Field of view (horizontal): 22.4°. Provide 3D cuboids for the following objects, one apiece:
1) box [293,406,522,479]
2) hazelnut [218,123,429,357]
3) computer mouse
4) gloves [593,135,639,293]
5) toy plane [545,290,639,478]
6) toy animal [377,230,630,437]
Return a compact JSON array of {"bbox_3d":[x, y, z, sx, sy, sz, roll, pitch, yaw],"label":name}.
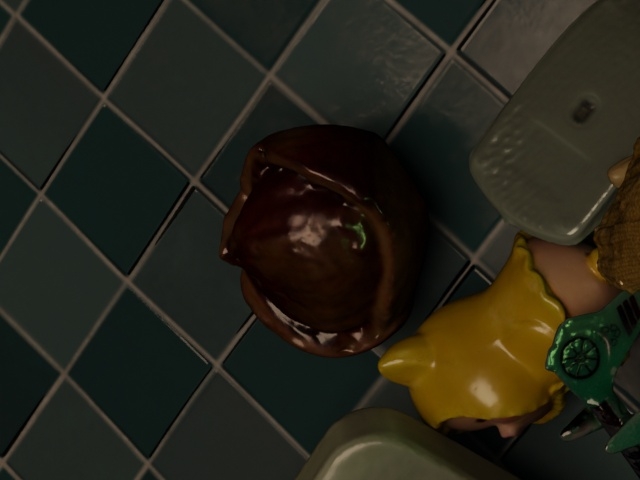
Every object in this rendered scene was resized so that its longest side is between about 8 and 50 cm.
[{"bbox_3d":[0.092,0.363,1.325,0.373,0.090,0.367,31,104,-9],"label":"box"},{"bbox_3d":[0.007,0.001,1.353,0.170,0.160,0.202,16,110,50],"label":"hazelnut"},{"bbox_3d":[0.221,-0.099,1.263,0.231,0.079,0.128,-48,58,5],"label":"computer mouse"},{"bbox_3d":[0.328,-0.027,1.069,0.356,0.203,0.155,6,96,52],"label":"gloves"},{"bbox_3d":[0.284,0.218,1.216,0.155,0.106,0.382,-39,97,-13],"label":"toy plane"},{"bbox_3d":[0.166,0.070,1.296,0.229,0.156,0.156,-34,82,22],"label":"toy animal"}]
